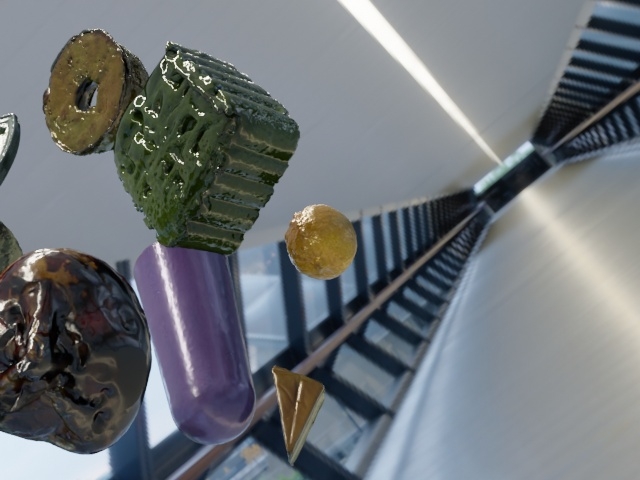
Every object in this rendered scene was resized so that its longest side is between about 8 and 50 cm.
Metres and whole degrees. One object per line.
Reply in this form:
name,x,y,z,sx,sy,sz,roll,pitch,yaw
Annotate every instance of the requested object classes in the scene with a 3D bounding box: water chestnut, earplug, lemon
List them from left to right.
water chestnut,-0.355,0.152,1.099,0.244,0.289,0.289,2,28,46
earplug,-0.255,0.213,1.648,0.215,0.455,0.215,-12,-41,-11
lemon,0.000,0.000,1.577,0.142,0.142,0.187,-42,32,23

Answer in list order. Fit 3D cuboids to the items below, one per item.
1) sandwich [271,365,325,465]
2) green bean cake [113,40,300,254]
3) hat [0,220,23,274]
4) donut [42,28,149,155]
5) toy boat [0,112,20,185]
sandwich,-0.073,0.348,1.579,0.079,0.114,0.163,86,-154,-56
green bean cake,-0.234,-0.168,1.491,0.218,0.335,0.319,12,-65,-45
hat,-0.685,0.051,1.443,0.128,0.265,0.265,-46,-9,29
donut,-0.478,-0.309,1.702,0.272,0.272,0.107,-42,-25,23
toy boat,-0.598,-0.086,1.278,0.319,0.141,0.092,-55,-32,-19
